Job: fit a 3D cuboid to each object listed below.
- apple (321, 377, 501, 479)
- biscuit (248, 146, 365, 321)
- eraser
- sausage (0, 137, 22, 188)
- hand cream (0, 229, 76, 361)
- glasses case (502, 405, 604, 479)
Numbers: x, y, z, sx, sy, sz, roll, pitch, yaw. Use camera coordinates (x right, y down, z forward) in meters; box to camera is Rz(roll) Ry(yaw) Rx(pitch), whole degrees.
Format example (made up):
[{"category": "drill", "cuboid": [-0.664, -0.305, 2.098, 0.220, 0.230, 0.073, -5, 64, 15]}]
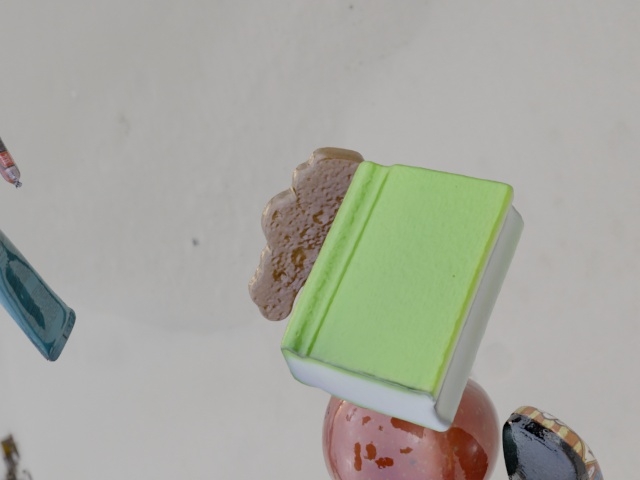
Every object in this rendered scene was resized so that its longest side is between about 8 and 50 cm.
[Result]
[{"category": "apple", "cuboid": [0.126, 0.289, 1.474, 0.260, 0.260, 0.216, 18, 96, 47]}, {"category": "biscuit", "cuboid": [-0.001, -0.002, 1.497, 0.044, 0.186, 0.295, -108, 31, -55]}, {"category": "eraser", "cuboid": [0.091, 0.052, 1.159, 0.210, 0.274, 0.092, 13, 156, 29]}, {"category": "sausage", "cuboid": [-0.456, -0.160, 1.393, 0.198, 0.028, 0.025, 63, 168, -6]}, {"category": "hand cream", "cuboid": [-0.366, 0.051, 1.238, 0.048, 0.083, 0.224, -7, 134, 23]}, {"category": "glasses case", "cuboid": [0.312, 0.331, 1.344, 0.122, 0.082, 0.321, 32, 155, 41]}]
